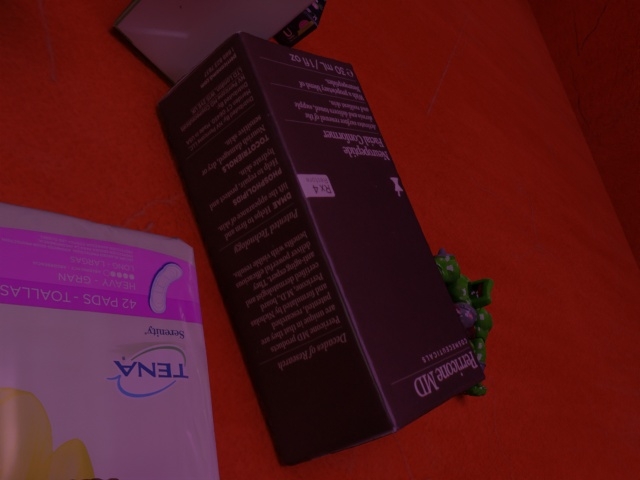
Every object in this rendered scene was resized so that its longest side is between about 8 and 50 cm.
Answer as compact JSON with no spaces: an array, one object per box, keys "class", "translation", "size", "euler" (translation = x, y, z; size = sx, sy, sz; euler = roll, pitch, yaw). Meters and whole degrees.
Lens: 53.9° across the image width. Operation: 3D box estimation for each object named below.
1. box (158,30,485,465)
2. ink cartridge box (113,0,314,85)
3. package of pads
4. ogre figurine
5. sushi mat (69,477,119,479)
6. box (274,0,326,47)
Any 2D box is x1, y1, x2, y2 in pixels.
[{"class":"box","translation":[0.000,0.000,0.633],"size":[0.191,0.143,0.381],"euler":[-6,72,-53]},{"class":"ink cartridge box","translation":[-0.076,-0.342,0.723],"size":[0.119,0.207,0.353],"euler":[42,37,-26]},{"class":"package of pads","translation":[-0.169,0.124,0.360],"size":[0.229,0.101,0.296],"euler":[15,55,-44]},{"class":"ogre figurine","translation":[0.173,0.099,0.817],"size":[0.197,0.097,0.118],"euler":[42,49,-6]},{"class":"sushi mat","translation":[-0.166,0.240,0.213],"size":[0.151,0.019,0.316],"euler":[16,84,-45]},{"class":"box","translation":[-0.035,-0.321,0.887],"size":[0.052,0.062,0.083],"euler":[42,38,-26]}]
